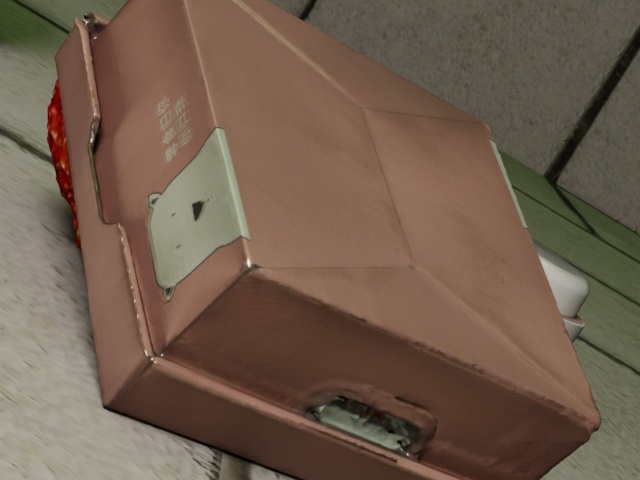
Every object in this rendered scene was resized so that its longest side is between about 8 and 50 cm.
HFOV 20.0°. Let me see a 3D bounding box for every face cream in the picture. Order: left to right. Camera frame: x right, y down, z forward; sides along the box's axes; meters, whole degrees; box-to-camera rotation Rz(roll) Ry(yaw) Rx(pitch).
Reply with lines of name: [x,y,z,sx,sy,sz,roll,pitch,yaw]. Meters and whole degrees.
face cream: [0.105,0.045,1.072,0.091,0.095,0.091,31,9,-5]

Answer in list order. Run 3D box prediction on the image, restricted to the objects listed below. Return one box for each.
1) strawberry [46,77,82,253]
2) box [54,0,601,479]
strawberry: [-0.079,-0.020,0.876,0.146,0.082,0.187,40,16,0]
box: [0.000,0.000,0.785,0.215,0.086,0.215,26,32,-34]
